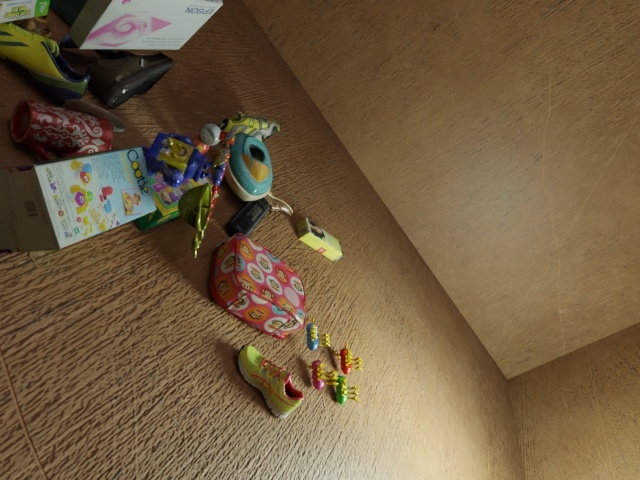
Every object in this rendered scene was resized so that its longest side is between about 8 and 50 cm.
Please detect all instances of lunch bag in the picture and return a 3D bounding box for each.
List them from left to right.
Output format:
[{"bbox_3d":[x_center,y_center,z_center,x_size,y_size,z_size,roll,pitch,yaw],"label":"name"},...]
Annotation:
[{"bbox_3d":[-0.167,0.113,1.319,0.293,0.120,0.258,40,27,-34],"label":"lunch bag"}]

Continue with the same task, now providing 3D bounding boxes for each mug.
[{"bbox_3d":[-0.553,-0.222,1.009,0.169,0.113,0.150,9,49,-57],"label":"mug"}]

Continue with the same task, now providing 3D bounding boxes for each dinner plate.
[{"bbox_3d":[-0.543,-0.294,1.127,0.141,0.141,0.017,30,70,-48],"label":"dinner plate"}]

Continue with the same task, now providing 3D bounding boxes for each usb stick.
[{"bbox_3d":[-0.233,-0.079,1.535,0.077,0.045,0.278,47,26,-11],"label":"usb stick"}]

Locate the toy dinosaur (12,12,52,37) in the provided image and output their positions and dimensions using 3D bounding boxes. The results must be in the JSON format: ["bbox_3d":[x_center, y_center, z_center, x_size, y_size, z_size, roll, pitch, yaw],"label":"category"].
[{"bbox_3d":[-0.721,-0.528,1.170,0.211,0.064,0.112,45,39,-2],"label":"toy dinosaur"}]

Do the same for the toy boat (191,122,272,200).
[{"bbox_3d":[-0.276,-0.271,1.531,0.318,0.148,0.267,20,49,-43],"label":"toy boat"}]

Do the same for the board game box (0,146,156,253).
[{"bbox_3d":[-0.468,-0.087,0.894,0.275,0.142,0.144,-48,132,-67],"label":"board game box"}]

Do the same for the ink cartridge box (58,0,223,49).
[{"bbox_3d":[-0.482,-0.580,1.263,0.324,0.330,0.071,-28,94,-49],"label":"ink cartridge box"}]

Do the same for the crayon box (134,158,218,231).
[{"bbox_3d":[-0.406,-0.141,1.229,0.165,0.081,0.278,55,22,-3],"label":"crayon box"}]

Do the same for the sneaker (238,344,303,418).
[{"bbox_3d":[-0.117,0.333,1.154,0.208,0.094,0.081,52,24,-7],"label":"sneaker"}]

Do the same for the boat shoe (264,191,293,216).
[{"bbox_3d":[-0.178,-0.131,1.720,0.178,0.064,0.060,34,68,-35],"label":"boat shoe"}]

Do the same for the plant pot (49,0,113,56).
[{"bbox_3d":[-0.671,-0.700,1.364,0.234,0.165,0.165,32,31,-27],"label":"plant pot"}]

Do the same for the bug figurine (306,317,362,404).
[{"bbox_3d":[0.031,0.374,1.429,0.279,0.072,0.216,44,31,-37],"label":"bug figurine"}]

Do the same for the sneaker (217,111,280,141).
[{"bbox_3d":[-0.271,-0.444,1.839,0.147,0.145,0.384,53,21,-11],"label":"sneaker"}]

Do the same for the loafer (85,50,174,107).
[{"bbox_3d":[-0.549,-0.509,1.371,0.130,0.134,0.366,48,23,-19],"label":"loafer"}]

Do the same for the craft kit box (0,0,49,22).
[{"bbox_3d":[-0.763,-0.550,0.986,0.250,0.061,0.246,27,32,-10],"label":"craft kit box"}]

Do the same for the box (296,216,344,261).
[{"bbox_3d":[0.000,0.000,1.895,0.232,0.058,0.087,34,31,-44],"label":"box"}]

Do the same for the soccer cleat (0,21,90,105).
[{"bbox_3d":[-0.662,-0.439,1.061,0.289,0.121,0.093,42,27,-27],"label":"soccer cleat"}]

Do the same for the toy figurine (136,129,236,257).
[{"bbox_3d":[-0.354,-0.155,1.136,0.217,0.191,0.362,18,43,-11],"label":"toy figurine"}]
